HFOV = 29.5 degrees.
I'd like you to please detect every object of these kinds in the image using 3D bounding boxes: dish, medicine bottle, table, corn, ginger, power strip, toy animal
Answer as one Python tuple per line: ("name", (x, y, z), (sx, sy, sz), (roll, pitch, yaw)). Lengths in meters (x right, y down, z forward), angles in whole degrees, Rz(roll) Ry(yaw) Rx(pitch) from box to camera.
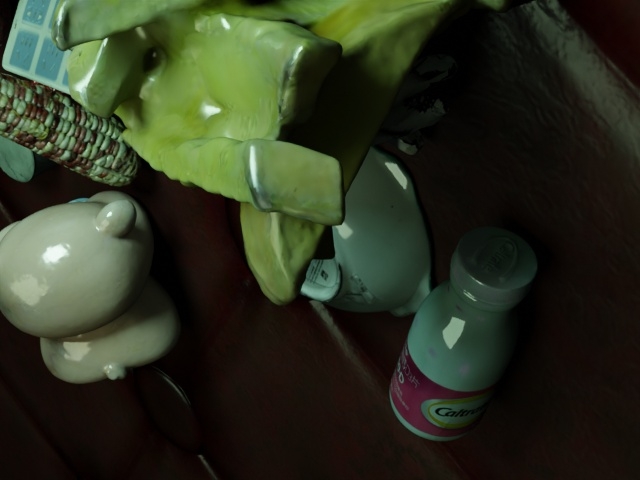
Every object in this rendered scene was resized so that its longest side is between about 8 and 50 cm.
("dish", (0.000, 0.000, 1.141), (0.224, 0.078, 0.246), (53, 147, 4))
("medicine bottle", (0.122, 0.082, 1.040), (0.090, 0.090, 0.216), (41, 144, 22))
("table", (-0.391, -0.143, 1.555), (0.133, 0.043, 0.133), (33, 141, 32))
("corn", (-0.297, -0.126, 1.314), (0.237, 0.079, 0.079), (23, 168, -37))
("ginger", (-0.059, -0.182, 0.840), (0.358, 0.211, 0.413), (-38, 78, 30))
("power strip", (-0.205, -0.186, 1.235), (0.367, 0.043, 0.106), (22, 98, 41))
("toy animal", (-0.282, 0.063, 1.445), (0.229, 0.210, 0.221), (-110, 0, -84))

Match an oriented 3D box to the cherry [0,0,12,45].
("cherry", (-0.426, -0.295, 1.447), (0.225, 0.090, 0.107), (49, 166, 44))

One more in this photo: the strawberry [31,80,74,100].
("strawberry", (-0.301, -0.184, 1.387), (0.073, 0.073, 0.083), (-29, 80, 57))

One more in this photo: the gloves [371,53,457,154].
("gloves", (0.012, -0.131, 0.993), (0.212, 0.111, 0.127), (32, 136, 45))
